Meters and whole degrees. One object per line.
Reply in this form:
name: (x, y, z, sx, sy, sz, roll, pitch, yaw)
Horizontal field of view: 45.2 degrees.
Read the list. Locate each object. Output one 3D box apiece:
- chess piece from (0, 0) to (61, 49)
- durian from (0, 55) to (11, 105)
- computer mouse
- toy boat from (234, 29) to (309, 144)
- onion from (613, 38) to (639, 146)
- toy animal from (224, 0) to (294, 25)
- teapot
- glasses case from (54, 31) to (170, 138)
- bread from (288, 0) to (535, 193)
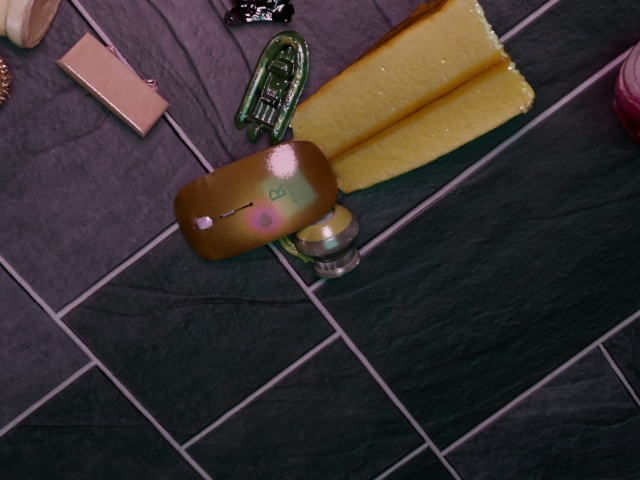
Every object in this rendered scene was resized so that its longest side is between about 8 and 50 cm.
chess piece: (-0.580, -0.445, 1.233, 0.299, 0.167, 0.167, 23, 101, -9)
durian: (-0.570, -0.274, 1.320, 0.071, 0.110, 0.140, 7, 95, -44)
computer mouse: (-0.122, -0.072, 1.403, 0.310, 0.072, 0.158, -21, 99, 12)
toy boat: (-0.083, -0.275, 1.386, 0.104, 0.052, 0.210, 28, 103, 18)
onion: (0.710, -0.262, 1.396, 0.336, 0.282, 0.260, -25, 141, 12)
toy animal: (-0.110, -0.474, 1.302, 0.121, 0.117, 0.210, -3, 108, 0)
teapot: (0.000, 0.000, 1.457, 0.165, 0.130, 0.119, -2, 126, 26)
glasses case: (-0.359, -0.277, 1.358, 0.193, 0.070, 0.102, 41, 69, -14)
bread: (0.141, -0.226, 1.343, 0.361, 0.245, 0.233, -38, 105, 1)
